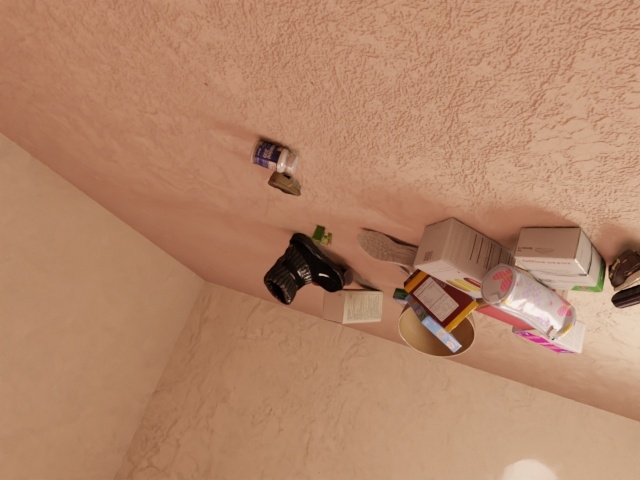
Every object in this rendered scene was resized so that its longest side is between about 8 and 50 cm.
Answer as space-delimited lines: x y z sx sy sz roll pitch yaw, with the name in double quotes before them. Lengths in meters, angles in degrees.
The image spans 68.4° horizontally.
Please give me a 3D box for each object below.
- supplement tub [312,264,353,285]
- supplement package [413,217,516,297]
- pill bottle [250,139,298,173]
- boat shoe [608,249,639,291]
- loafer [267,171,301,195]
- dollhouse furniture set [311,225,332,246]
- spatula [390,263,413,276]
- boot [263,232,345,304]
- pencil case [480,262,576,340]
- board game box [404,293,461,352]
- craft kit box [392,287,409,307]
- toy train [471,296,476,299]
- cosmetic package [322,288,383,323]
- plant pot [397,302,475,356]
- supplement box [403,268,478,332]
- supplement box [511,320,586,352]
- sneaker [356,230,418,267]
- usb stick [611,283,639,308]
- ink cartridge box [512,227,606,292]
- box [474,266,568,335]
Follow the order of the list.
"supplement tub" 0.051 0.162 2.130 0.197 0.106 0.106 3 155 42
"supplement package" 0.419 0.058 1.362 0.244 0.134 0.139 26 162 -16
"pill bottle" -0.124 -0.223 1.269 0.120 0.067 0.067 19 162 6
"boat shoe" 0.748 0.073 1.150 0.069 0.081 0.227 61 -168 23
"loafer" -0.102 -0.172 1.429 0.056 0.050 0.148 15 177 28
"dollhouse furniture set" 0.000 0.000 1.792 0.076 0.059 0.152 19 162 8
"spatula" 0.305 0.112 1.766 0.242 0.019 0.168 35 175 -39
"boot" -0.064 0.169 1.918 0.131 0.260 0.348 -14 129 47
"pencil case" 0.560 0.169 1.271 0.273 0.124 0.113 30 164 -21
"board game box" 0.377 0.272 1.595 0.160 0.039 0.211 42 -172 -12
"craft kit box" 0.489 0.301 2.129 0.249 0.061 0.246 7 155 38
"toy train" 0.524 0.158 1.640 0.184 0.080 0.105 3 146 50
"cosmetic package" 0.153 0.302 2.195 0.129 0.153 0.296 3 175 42
"plant pot" 0.458 0.284 1.826 0.284 0.191 0.284 11 129 14
"supplement box" 0.385 0.171 1.536 0.194 0.129 0.191 45 -173 7
"supplement box" 0.824 0.317 1.700 0.220 0.114 0.111 23 161 -11
"sneaker" 0.230 0.038 1.613 0.235 0.090 0.095 24 175 -1
"usb stick" 0.813 0.104 1.104 0.077 0.045 0.278 -14 162 -22
"ink cartridge box" 0.611 0.050 1.199 0.153 0.087 0.208 2 155 47
"box" 0.626 0.185 1.475 0.232 0.149 0.127 21 161 -3
